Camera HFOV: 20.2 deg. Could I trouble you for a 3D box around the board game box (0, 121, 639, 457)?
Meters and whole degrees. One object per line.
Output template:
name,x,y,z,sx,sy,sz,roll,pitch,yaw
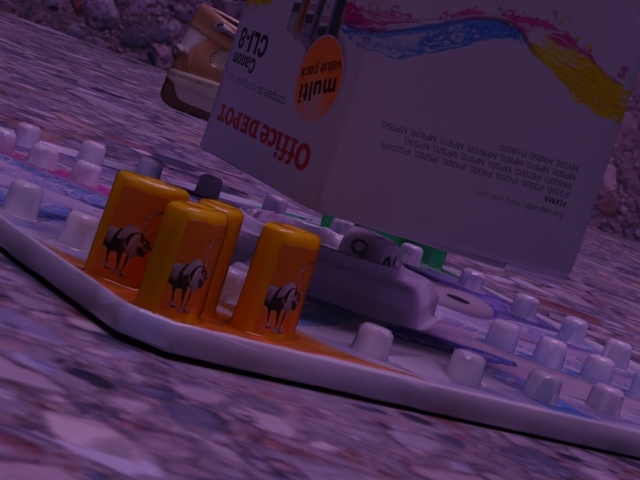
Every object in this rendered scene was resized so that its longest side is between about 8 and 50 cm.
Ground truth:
board game box,0.000,0.000,0.838,0.390,0.050,0.390,15,8,-35

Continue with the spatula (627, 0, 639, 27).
spatula,0.166,0.014,0.648,0.242,0.019,0.168,66,20,6

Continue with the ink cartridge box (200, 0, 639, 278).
ink cartridge box,0.049,-0.091,0.741,0.127,0.176,0.128,14,8,-27

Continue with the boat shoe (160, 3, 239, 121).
boat shoe,0.011,-0.076,0.966,0.190,0.072,0.068,20,6,0
